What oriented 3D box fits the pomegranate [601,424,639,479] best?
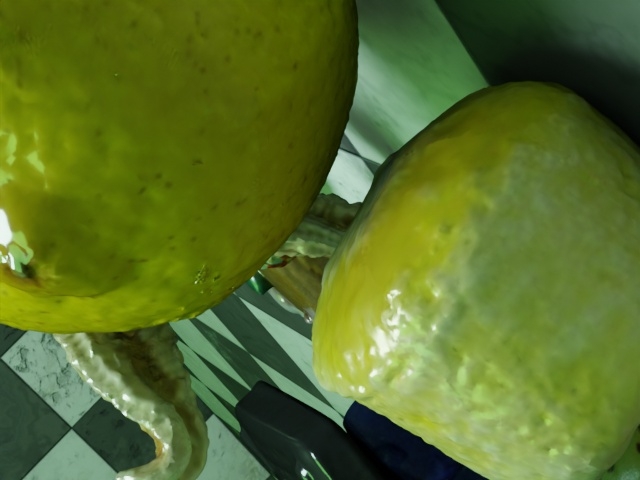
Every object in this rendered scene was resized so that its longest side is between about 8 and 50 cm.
[{"bbox_3d":[0.171,0.134,1.010,0.130,0.130,0.130,41,168,11],"label":"pomegranate"}]

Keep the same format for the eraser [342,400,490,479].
[{"bbox_3d":[0.130,0.260,1.602,0.155,0.101,0.332,38,166,34],"label":"eraser"}]

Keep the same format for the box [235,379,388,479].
[{"bbox_3d":[0.040,0.278,1.541,0.290,0.073,0.289,53,168,-14],"label":"box"}]

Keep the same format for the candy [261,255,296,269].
[{"bbox_3d":[0.000,0.000,1.114,0.185,0.049,0.055,2,-149,-50],"label":"candy"}]

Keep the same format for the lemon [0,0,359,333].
[{"bbox_3d":[-0.115,-0.090,0.772,0.293,0.293,0.293,41,168,11],"label":"lemon"}]

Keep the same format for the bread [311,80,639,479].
[{"bbox_3d":[0.093,0.021,0.733,0.170,0.197,0.197,37,168,-1],"label":"bread"}]

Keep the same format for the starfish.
[{"bbox_3d":[-0.098,-0.024,0.983,0.432,0.324,0.082,42,130,36],"label":"starfish"}]

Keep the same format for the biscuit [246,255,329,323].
[{"bbox_3d":[-0.100,-0.045,1.301,0.432,0.064,0.283,47,174,-34],"label":"biscuit"}]
